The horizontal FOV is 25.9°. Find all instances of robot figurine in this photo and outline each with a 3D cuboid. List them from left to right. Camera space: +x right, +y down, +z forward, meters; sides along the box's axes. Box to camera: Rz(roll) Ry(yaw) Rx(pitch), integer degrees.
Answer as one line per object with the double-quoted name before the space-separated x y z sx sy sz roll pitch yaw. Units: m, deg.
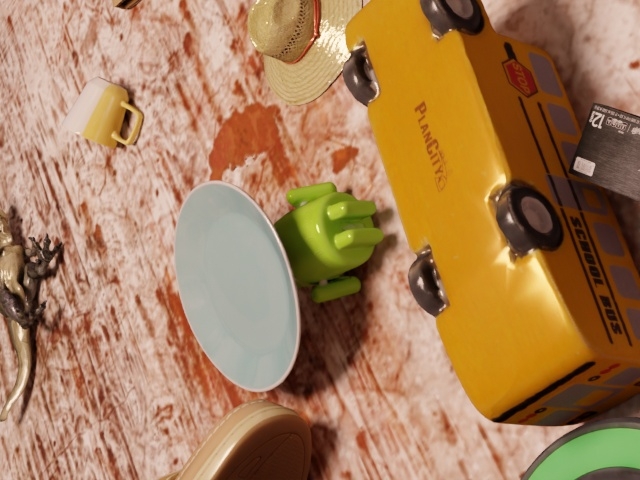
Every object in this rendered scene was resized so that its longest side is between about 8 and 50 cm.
"robot figurine" 0.000 0.000 1.178 0.115 0.067 0.101 -26 76 45

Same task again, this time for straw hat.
"straw hat" -0.031 -0.197 1.257 0.144 0.061 0.144 -13 73 49

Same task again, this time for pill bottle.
"pill bottle" -0.086 0.070 1.284 0.043 0.043 0.083 -55 47 27

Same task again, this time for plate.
"plate" -0.067 0.038 1.199 0.188 0.024 0.188 26 124 46

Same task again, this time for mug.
"mug" -0.230 -0.137 1.494 0.062 0.078 0.064 -128 62 -80

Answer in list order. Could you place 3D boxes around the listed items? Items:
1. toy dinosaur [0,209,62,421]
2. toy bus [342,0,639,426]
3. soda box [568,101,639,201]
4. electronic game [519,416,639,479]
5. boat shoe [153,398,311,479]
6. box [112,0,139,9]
"toy dinosaur" -0.343 0.061 1.581 0.118 0.064 0.268 -31 62 50
"toy bus" 0.125 -0.041 0.990 0.108 0.130 0.332 -40 55 39
"soda box" 0.245 -0.040 0.902 0.169 0.060 0.053 30 105 49
"electronic game" 0.203 0.231 0.912 0.229 0.048 0.229 -13 73 48
"boat shoe" -0.123 0.257 1.233 0.110 0.122 0.341 53 124 40
"box" -0.180 -0.372 1.496 0.164 0.021 0.201 -28 62 43
